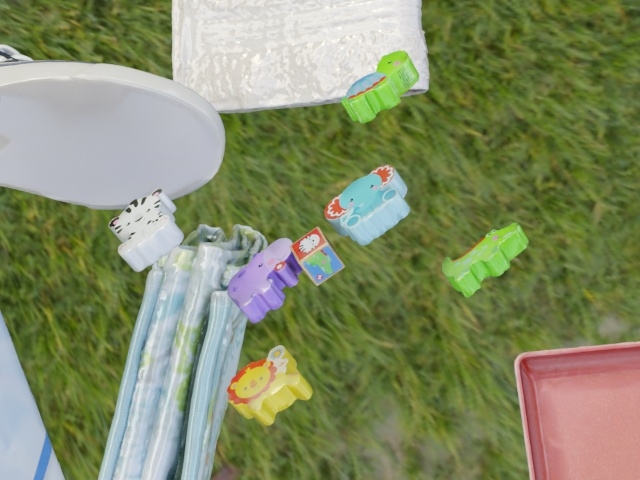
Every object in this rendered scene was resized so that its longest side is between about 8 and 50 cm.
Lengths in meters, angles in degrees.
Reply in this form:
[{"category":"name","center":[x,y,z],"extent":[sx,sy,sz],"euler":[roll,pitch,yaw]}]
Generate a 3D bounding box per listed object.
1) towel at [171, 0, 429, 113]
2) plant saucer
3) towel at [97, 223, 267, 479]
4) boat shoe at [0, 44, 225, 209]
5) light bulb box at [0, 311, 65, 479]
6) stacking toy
[{"category":"towel","center":[-0.028,-0.227,1.361],"extent":[0.049,0.282,0.187],"euler":[1,85,-65]},{"category":"plant saucer","center":[0.330,0.228,1.326],"extent":[0.259,0.047,0.259],"euler":[-5,75,-2]},{"category":"towel","center":[-0.128,0.171,1.226],"extent":[0.090,0.320,0.374],"euler":[14,96,1]},{"category":"boat shoe","center":[-0.245,-0.117,1.122],"extent":[0.341,0.158,0.127],"euler":[3,122,-1]},{"category":"light bulb box","center":[-0.310,0.174,0.622],"extent":[0.358,0.225,0.361],"euler":[-50,135,-46]},{"category":"stacking toy","center":[0.000,0.000,0.846],"extent":[0.221,0.052,0.167],"euler":[-33,123,3]}]
